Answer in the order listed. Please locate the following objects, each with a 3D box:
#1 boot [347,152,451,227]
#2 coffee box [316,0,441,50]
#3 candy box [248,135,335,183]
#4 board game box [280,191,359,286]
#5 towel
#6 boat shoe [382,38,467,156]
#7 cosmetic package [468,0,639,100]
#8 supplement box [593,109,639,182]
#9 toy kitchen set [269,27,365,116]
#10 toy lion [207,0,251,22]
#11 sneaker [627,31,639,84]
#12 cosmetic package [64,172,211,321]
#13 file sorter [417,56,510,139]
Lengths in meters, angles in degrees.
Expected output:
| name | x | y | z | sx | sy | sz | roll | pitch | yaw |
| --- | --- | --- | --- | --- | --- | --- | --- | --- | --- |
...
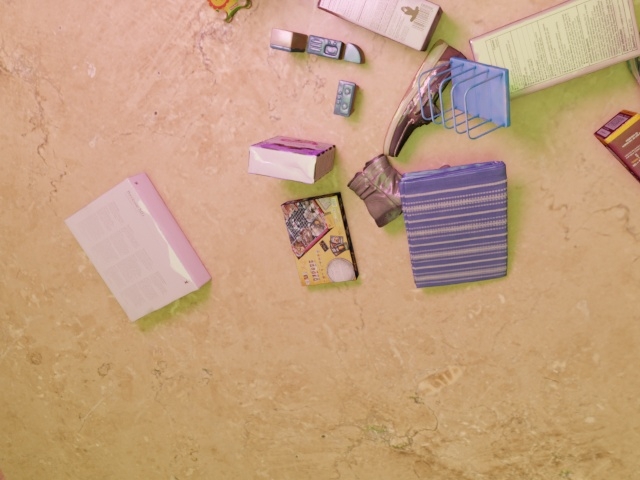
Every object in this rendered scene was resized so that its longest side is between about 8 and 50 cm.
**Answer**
| name | x | y | z | sx | sy | sz | roll | pitch | yaw |
| --- | --- | --- | --- | --- | --- | --- | --- | --- | --- |
| boot | 0.194 | -0.155 | 1.236 | 0.246 | 0.083 | 0.161 | -34 | 91 | 22 |
| coffee box | 0.134 | -0.511 | 1.092 | 0.246 | 0.141 | 0.098 | 26 | 114 | 7 |
| candy box | -0.066 | -0.204 | 1.225 | 0.164 | 0.196 | 0.070 | 11 | 111 | 12 |
| board game box | 0.000 | 0.000 | 1.362 | 0.165 | 0.042 | 0.243 | -8 | 106 | 18 |
| towel | 0.329 | -0.030 | 1.206 | 0.243 | 0.040 | 0.336 | -8 | 124 | 10 |
| boat shoe | 0.239 | -0.315 | 1.153 | 0.092 | 0.103 | 0.285 | 30 | 108 | 9 |
| cosmetic package | 0.477 | -0.405 | 1.037 | 0.296 | 0.129 | 0.153 | -15 | 106 | 19 |
| supplement box | 0.695 | -0.184 | 1.065 | 0.188 | 0.104 | 0.081 | 45 | 115 | -3 |
| toy kitchen set | -0.013 | -0.399 | 1.182 | 0.207 | 0.122 | 0.166 | 16 | 112 | 11 |
| toy lion | -0.233 | -0.602 | 1.227 | 0.100 | 0.034 | 0.096 | -24 | 93 | 22 |
| sneaker | 0.719 | -0.295 | 1.009 | 0.110 | 0.122 | 0.283 | -30 | 99 | 23 |
| cosmetic package | -0.552 | 0.027 | 1.501 | 0.284 | 0.097 | 0.377 | -25 | 100 | 24 |
| file sorter | 0.294 | -0.296 | 1.029 | 0.104 | 0.170 | 0.118 | -25 | 125 | -12 |
